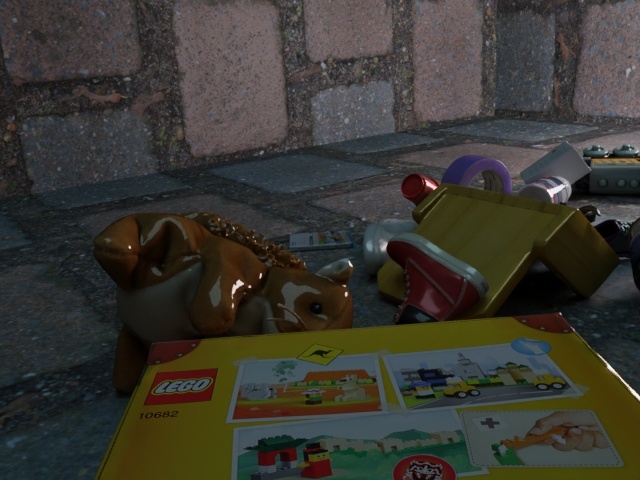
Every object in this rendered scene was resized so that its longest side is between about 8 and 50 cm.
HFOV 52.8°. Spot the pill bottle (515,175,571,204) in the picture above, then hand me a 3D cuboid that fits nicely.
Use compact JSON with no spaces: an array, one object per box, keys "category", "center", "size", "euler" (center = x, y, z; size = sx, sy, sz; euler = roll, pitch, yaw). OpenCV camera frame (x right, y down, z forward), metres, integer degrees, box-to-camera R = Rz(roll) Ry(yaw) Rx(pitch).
[{"category":"pill bottle","center":[0.634,-0.125,1.819],"size":[0.108,0.107,0.180],"euler":[11,22,38]}]

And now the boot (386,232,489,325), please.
[{"category":"boot","center":[0.163,0.088,1.190],"size":[0.176,0.088,0.244],"euler":[-42,37,-11]}]

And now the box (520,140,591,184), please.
[{"category":"box","center":[0.711,-0.208,1.962],"size":[0.170,0.091,0.130],"euler":[-37,8,19]}]

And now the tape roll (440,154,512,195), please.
[{"category":"tape roll","center":[0.424,-0.136,1.760],"size":[0.189,0.188,0.080],"euler":[-12,20,-24]}]

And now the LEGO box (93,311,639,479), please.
[{"category":"LEGO box","center":[0.057,0.244,0.626],"size":[0.501,0.193,0.372],"euler":[-4,18,-1]}]

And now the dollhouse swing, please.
[{"category":"dollhouse swing","center":[0.352,0.070,1.341],"size":[0.315,0.304,0.347],"euler":[35,-10,-37]}]

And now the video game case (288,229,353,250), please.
[{"category":"video game case","center":[0.000,0.000,1.707],"size":[0.167,0.015,0.119],"euler":[-4,17,0]}]

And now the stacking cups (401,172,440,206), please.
[{"category":"stacking cups","center":[0.298,-0.082,1.557],"size":[0.096,0.095,0.316],"euler":[14,-2,44]}]

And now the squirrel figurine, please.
[{"category":"squirrel figurine","center":[-0.125,0.077,1.090],"size":[0.371,0.280,0.397],"euler":[4,21,5]}]

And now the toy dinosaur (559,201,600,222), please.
[{"category":"toy dinosaur","center":[0.549,-0.032,1.533],"size":[0.161,0.120,0.313],"euler":[-14,13,-10]}]

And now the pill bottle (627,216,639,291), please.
[{"category":"pill bottle","center":[0.661,0.042,1.232],"size":[0.123,0.122,0.219],"euler":[3,31,20]}]

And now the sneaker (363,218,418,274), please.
[{"category":"sneaker","center":[0.203,0.003,1.504],"size":[0.169,0.108,0.292],"euler":[-1,16,18]}]

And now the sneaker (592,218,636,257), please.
[{"category":"sneaker","center":[0.678,-0.011,1.436],"size":[0.224,0.098,0.083],"euler":[-12,60,-6]}]

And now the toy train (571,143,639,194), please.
[{"category":"toy train","center":[0.944,-0.211,1.999],"size":[0.334,0.142,0.190],"euler":[4,28,24]}]
